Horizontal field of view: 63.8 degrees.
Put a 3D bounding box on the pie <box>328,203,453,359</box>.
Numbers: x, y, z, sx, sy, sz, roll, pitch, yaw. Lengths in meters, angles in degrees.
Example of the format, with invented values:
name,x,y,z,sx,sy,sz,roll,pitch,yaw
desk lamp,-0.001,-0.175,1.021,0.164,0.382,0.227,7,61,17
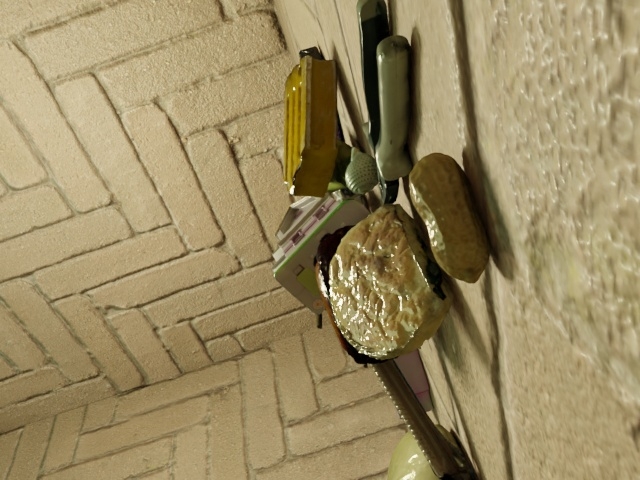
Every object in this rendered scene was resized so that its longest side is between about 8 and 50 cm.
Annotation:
name,x,y,z,sx,sy,sz,roll,pitch,yaw
pie,0.077,0.059,0.693,0.052,0.185,0.218,21,-140,-40

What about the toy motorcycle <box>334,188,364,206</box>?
name,x,y,z,sx,sy,sz,roll,pitch,yaw
toy motorcycle,0.088,-0.078,1.368,0.229,0.074,0.151,62,177,-7

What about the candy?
name,x,y,z,sx,sy,sz,roll,pitch,yaw
candy,0.007,-0.333,1.310,0.312,0.061,0.088,71,-176,-49

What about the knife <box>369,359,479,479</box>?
name,x,y,z,sx,sy,sz,roll,pitch,yaw
knife,0.166,0.309,0.958,0.365,0.043,0.089,56,-151,9

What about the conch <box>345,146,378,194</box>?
name,x,y,z,sx,sy,sz,roll,pitch,yaw
conch,0.077,-0.118,0.887,0.076,0.056,0.085,32,-114,-62

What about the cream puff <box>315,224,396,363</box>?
name,x,y,z,sx,sy,sz,roll,pitch,yaw
cream puff,0.087,0.086,0.874,0.239,0.164,0.239,-19,-90,-89

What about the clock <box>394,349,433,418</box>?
name,x,y,z,sx,sy,sz,roll,pitch,yaw
clock,0.204,0.311,1.427,0.338,0.102,0.339,-19,-90,-89

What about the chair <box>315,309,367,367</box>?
name,x,y,z,sx,sy,sz,roll,pitch,yaw
chair,0.095,0.143,1.243,0.188,0.166,0.272,43,-165,-16

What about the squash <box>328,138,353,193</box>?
name,x,y,z,sx,sy,sz,roll,pitch,yaw
squash,0.046,-0.173,1.129,0.287,0.137,0.137,-164,54,-76

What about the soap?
name,x,y,z,sx,sy,sz,roll,pitch,yaw
soap,-0.023,-0.217,1.039,0.160,0.080,0.258,169,101,-72

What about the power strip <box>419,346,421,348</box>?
name,x,y,z,sx,sy,sz,roll,pitch,yaw
power strip,0.170,0.139,1.052,0.075,0.042,0.175,68,-176,-69

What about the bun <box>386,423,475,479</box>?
name,x,y,z,sx,sy,sz,roll,pitch,yaw
bun,0.240,0.586,1.077,0.364,0.202,0.364,-18,-90,-87

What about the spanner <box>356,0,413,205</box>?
name,x,y,z,sx,sy,sz,roll,pitch,yaw
spanner,0.078,-0.127,0.600,0.325,0.040,0.096,73,180,-63

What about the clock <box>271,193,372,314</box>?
name,x,y,z,sx,sy,sz,roll,pitch,yaw
clock,-0.001,0.000,1.199,0.166,0.235,0.309,43,-179,-20

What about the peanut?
name,x,y,z,sx,sy,sz,roll,pitch,yaw
peanut,0.108,-0.018,0.425,0.054,0.054,0.113,-66,-43,-89
